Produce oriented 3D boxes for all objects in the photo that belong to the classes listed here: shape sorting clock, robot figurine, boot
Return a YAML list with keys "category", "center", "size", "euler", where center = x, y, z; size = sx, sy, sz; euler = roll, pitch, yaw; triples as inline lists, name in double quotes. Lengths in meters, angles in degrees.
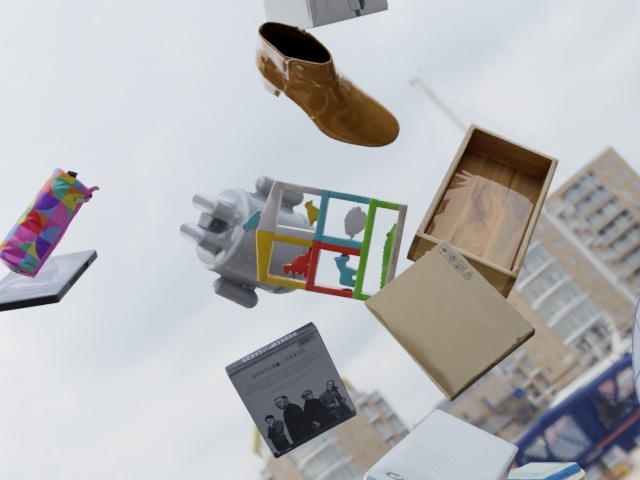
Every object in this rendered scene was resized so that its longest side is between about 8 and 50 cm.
- category: "shape sorting clock"
  center: [0.492, 0.537, 2.315]
  size: [0.206, 0.040, 0.206]
  euler: [-11, -3, 0]
- category: "robot figurine"
  center: [-0.142, 0.005, 2.325]
  size: [0.354, 0.200, 0.299]
  euler: [22, -85, -37]
- category: "boot"
  center: [0.015, -0.271, 1.808]
  size: [0.104, 0.295, 0.211]
  euler: [-64, -1, -13]

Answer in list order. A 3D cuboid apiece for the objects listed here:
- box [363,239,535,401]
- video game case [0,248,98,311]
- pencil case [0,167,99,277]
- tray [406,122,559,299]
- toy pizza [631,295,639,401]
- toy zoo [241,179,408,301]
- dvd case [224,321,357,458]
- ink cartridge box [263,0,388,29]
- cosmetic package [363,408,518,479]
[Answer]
- category: "box"
  center: [0.188, 0.114, 1.518]
  size: [0.164, 0.201, 0.021]
  euler: [-37, -27, -10]
- category: "video game case"
  center: [-0.637, 0.091, 2.319]
  size: [0.196, 0.026, 0.274]
  euler: [-9, 20, 10]
- category: "pencil case"
  center: [-0.554, -0.037, 2.075]
  size: [0.236, 0.104, 0.104]
  euler: [-57, -13, -12]
- category: "tray"
  center: [0.331, -0.066, 2.050]
  size: [0.411, 0.203, 0.076]
  euler: [-58, -11, -47]
- category: "toy pizza"
  center: [0.498, 0.165, 1.510]
  size: [0.032, 0.201, 0.201]
  euler: [0, -18, 2]
- category: "toy zoo"
  center: [0.000, 0.000, 1.885]
  size: [0.030, 0.293, 0.192]
  euler: [-37, -44, -81]
- category: "dvd case"
  center: [-0.050, 0.277, 1.884]
  size: [0.179, 0.029, 0.238]
  euler: [-27, -56, -5]
- category: "ink cartridge box"
  center: [0.012, -0.513, 2.216]
  size: [0.219, 0.092, 0.160]
  euler: [-22, 17, -35]
- category: "cosmetic package"
  center: [0.162, 0.431, 1.571]
  size: [0.230, 0.162, 0.453]
  euler: [-70, -16, 9]
